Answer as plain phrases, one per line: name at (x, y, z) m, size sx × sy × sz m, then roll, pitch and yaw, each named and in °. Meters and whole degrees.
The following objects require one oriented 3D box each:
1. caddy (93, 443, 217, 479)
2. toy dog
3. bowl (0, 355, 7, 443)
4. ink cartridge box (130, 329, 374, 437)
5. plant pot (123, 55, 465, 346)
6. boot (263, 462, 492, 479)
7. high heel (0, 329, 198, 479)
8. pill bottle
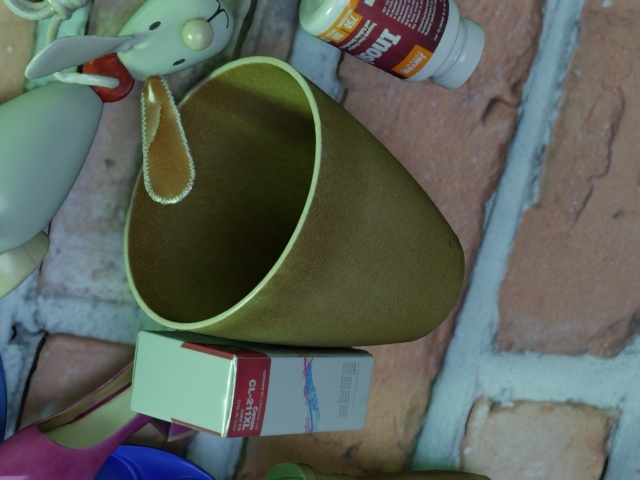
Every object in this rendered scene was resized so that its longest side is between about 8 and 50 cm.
caddy at (-0.194, 0.360, 1.456) m, size 0.241 × 0.179 × 0.341 m, roll 17°, pitch 105°, yaw 0°
toy dog at (-0.213, -0.086, 1.279) m, size 0.220 × 0.161 × 0.334 m, roll 27°, pitch 100°, yaw -25°
bowl at (-0.463, 0.161, 1.345) m, size 0.391 × 0.077 × 0.391 m, roll -6°, pitch 112°, yaw -16°
ink cartridge box at (-0.058, 0.124, 1.374) m, size 0.175 × 0.127 × 0.072 m, roll 5°, pitch 93°, yaw -46°
plant pot at (0.000, 0.000, 1.364) m, size 0.254 × 0.237 × 0.237 m, roll 26°, pitch 101°, yaw -40°
boot at (0.065, 0.327, 1.487) m, size 0.269 × 0.089 × 0.236 m, roll 15°, pitch 75°, yaw -41°
high heel at (-0.192, 0.143, 1.389) m, size 0.244 × 0.082 × 0.117 m, roll -12°, pitch 124°, yaw -35°
pill bottle at (0.065, -0.191, 1.369) m, size 0.152 × 0.086 × 0.086 m, roll 23°, pitch 102°, yaw -24°
